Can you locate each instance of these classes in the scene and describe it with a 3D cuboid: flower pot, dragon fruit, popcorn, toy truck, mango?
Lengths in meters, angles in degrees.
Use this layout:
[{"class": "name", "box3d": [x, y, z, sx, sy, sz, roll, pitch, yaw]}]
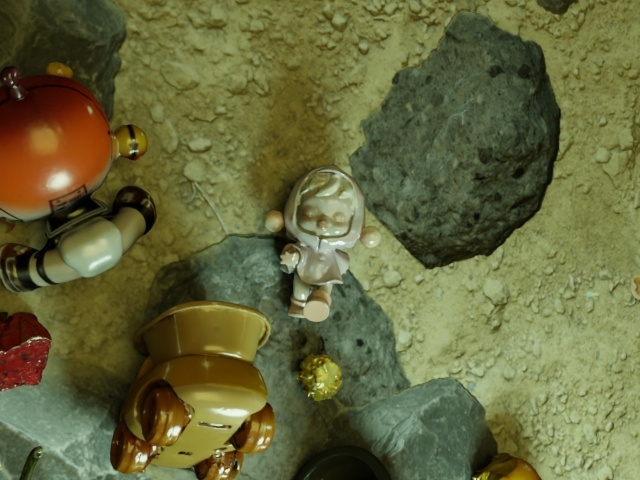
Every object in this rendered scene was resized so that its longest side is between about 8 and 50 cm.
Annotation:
[{"class": "flower pot", "box3d": [0.068, 0.471, 1.687, 0.148, 0.235, 0.235, 29, 72, -43]}, {"class": "dragon fruit", "box3d": [-0.500, 0.168, 1.492, 0.192, 0.122, 0.092, -18, 55, -24]}, {"class": "popcorn", "box3d": [-0.003, 0.236, 1.738, 0.082, 0.057, 0.083, 45, 64, -24]}, {"class": "toy truck", "box3d": [-0.189, 0.237, 1.535, 0.204, 0.288, 0.212, 12, 56, -25]}, {"class": "mango", "box3d": [0.356, 0.524, 1.864, 0.153, 0.126, 0.252, -11, 92, -16]}]

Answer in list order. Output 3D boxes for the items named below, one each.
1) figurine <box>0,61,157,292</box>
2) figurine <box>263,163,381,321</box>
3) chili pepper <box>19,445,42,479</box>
[{"class": "figurine", "box3d": [-0.397, -0.103, 1.481, 0.320, 0.196, 0.323, -31, 110, -20]}, {"class": "figurine", "box3d": [0.000, -0.001, 1.718, 0.200, 0.133, 0.276, 10, 84, 3]}, {"class": "chili pepper", "box3d": [-0.454, 0.448, 1.439, 0.131, 0.134, 0.338, 33, 75, -49]}]
